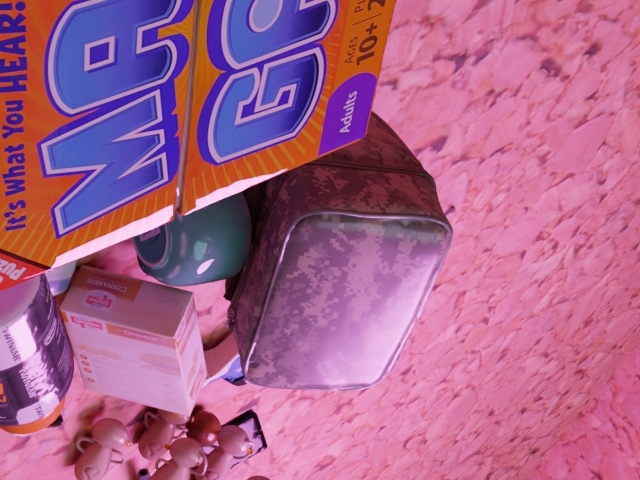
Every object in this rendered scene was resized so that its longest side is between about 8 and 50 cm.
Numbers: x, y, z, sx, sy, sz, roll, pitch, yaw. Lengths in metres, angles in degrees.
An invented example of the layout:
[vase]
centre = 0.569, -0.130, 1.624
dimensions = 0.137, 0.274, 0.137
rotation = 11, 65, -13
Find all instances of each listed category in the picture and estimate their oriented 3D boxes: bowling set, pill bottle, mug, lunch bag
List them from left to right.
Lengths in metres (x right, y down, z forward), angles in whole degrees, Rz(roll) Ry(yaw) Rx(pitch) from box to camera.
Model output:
[pill bottle]
centre = -0.329, 0.108, 1.358
dimensions = 0.130, 0.130, 0.246
rotation = -32, 149, -19
[mug]
centre = -0.158, -0.001, 1.490
dimensions = 0.097, 0.129, 0.158
rotation = -9, 125, -41
[bowling set]
centre = -0.186, 0.281, 1.834
dimensions = 0.154, 0.287, 0.200
rotation = -58, -169, 39
[lunch bag]
centre = 0.000, 0.000, 1.569
dimensions = 0.212, 0.256, 0.305
rotation = 5, 130, -17

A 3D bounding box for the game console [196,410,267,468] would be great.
[game console]
centre = -0.153, 0.328, 2.060
dimensions = 0.122, 0.071, 0.107
rotation = -29, 118, -25

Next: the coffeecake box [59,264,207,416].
[coffeecake box]
centre = -0.219, 0.122, 1.563
dimensions = 0.185, 0.142, 0.068
rotation = 89, 18, -54

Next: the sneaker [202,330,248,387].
[sneaker]
centre = -0.140, 0.184, 1.837
dimensions = 0.152, 0.058, 0.085
rotation = -36, 142, -25

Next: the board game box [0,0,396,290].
[board game box]
centre = -0.182, -0.248, 0.905
dimensions = 0.356, 0.356, 0.357
rotation = -24, 147, -28

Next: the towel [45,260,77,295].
[towel]
centre = -0.307, -0.038, 1.364
dimensions = 0.209, 0.034, 0.285
rotation = -9, 136, -46

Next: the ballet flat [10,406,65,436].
[ballet flat]
centre = -0.384, 0.198, 1.535
dimensions = 0.221, 0.079, 0.077
rotation = 7, 125, -54

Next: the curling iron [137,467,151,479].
[curling iron]
centre = -0.254, 0.406, 2.017
dimensions = 0.068, 0.035, 0.274
rotation = -38, 152, -17
